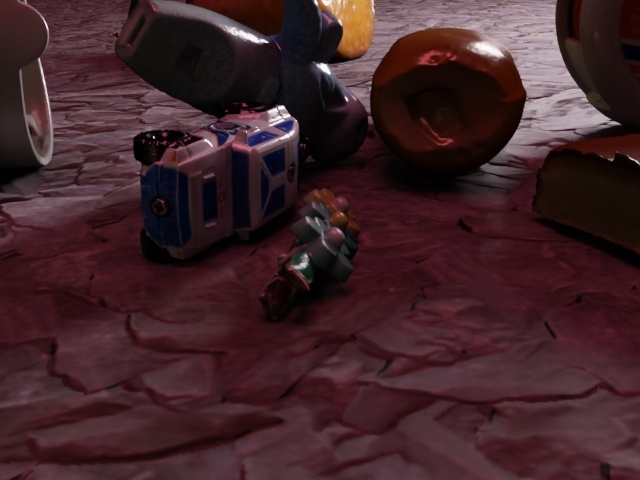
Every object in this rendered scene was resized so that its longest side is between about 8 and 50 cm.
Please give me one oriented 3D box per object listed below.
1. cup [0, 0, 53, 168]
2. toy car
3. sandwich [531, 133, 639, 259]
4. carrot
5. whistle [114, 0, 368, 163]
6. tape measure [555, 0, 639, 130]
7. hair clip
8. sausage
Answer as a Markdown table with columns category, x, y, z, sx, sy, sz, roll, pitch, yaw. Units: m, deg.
| category | x | y | z | sx | sy | sz | roll | pitch | yaw |
| --- | --- | --- | --- | --- | --- | --- | --- | --- | --- |
| cup | -0.349 | -0.136 | 0.684 | 0.258 | 0.219 | 0.289 | -7 | 54 | -14 |
| toy car | -0.059 | -0.046 | 0.582 | 0.071 | 0.080 | 0.171 | 11 | 23 | 24 |
| sandwich | 0.295 | -0.024 | 0.529 | 0.212 | 0.063 | 0.245 | -10 | 24 | -25 |
| carrot | -0.065 | -0.365 | 1.334 | 0.254 | 0.195 | 0.196 | -2 | 18 | 31 |
| whistle | -0.050 | -0.124 | 0.675 | 0.269 | 0.180 | 0.093 | 10 | 34 | -53 |
| tape measure | 0.347 | -0.230 | 0.810 | 0.243 | 0.246 | 0.125 | 8 | 22 | -5 |
| hair clip | 0.001 | 0.000 | 0.520 | 0.049 | 0.049 | 0.173 | 2 | 20 | 8 |
| sausage | 0.119 | -0.150 | 0.798 | 0.134 | 0.116 | 0.354 | -11 | 16 | 13 |
